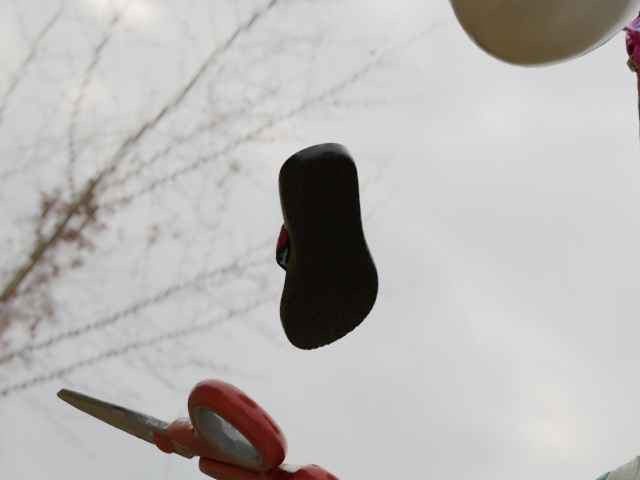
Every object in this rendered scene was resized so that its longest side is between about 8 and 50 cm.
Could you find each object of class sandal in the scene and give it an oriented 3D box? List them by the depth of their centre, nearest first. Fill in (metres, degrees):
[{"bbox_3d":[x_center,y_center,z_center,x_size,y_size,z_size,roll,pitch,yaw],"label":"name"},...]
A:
[{"bbox_3d":[0.000,0.000,1.183,0.040,0.067,0.179,-120,-160,-43],"label":"sandal"}]

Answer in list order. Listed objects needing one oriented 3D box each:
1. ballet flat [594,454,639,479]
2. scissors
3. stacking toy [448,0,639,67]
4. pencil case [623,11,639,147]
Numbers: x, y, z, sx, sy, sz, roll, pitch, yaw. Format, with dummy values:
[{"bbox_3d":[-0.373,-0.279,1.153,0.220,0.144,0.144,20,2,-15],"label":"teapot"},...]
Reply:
[{"bbox_3d":[0.141,0.084,0.540,0.052,0.057,0.168,4,6,42],"label":"ballet flat"},{"bbox_3d":[-0.068,0.116,0.980,0.109,0.021,0.297,45,-21,-15],"label":"scissors"},{"bbox_3d":[0.202,-0.296,0.897,0.351,0.480,0.350,22,18,-8],"label":"stacking toy"},{"bbox_3d":[0.314,-0.092,1.567,0.104,0.104,0.236,14,-52,41],"label":"pencil case"}]
